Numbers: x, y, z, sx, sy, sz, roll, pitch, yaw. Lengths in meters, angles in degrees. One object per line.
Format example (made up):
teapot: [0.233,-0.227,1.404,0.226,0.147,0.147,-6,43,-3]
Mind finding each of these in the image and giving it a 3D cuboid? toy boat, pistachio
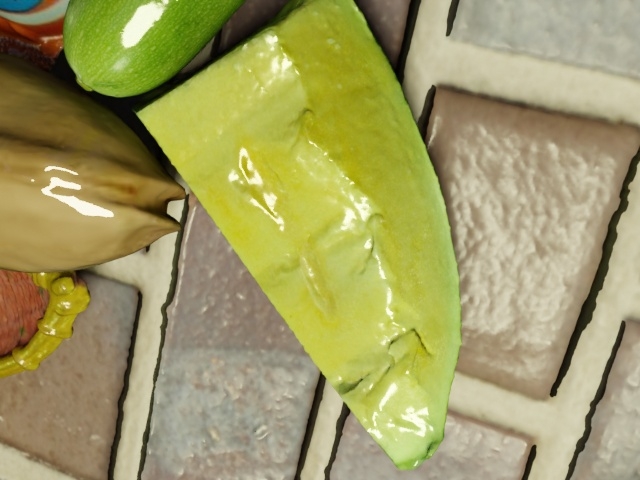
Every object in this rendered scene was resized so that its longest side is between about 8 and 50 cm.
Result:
toy boat: [-0.334,0.068,0.650,0.318,0.099,0.140,-14,99,18]
pistachio: [-0.222,-0.051,0.531,0.261,0.213,0.162,18,98,4]

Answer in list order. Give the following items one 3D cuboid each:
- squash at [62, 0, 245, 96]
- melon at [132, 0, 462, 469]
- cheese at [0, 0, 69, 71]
squash: [-0.037,-0.245,0.459,0.101,0.101,0.378,42,94,7]
melon: [0.000,0.000,0.507,0.196,0.124,0.323,-26,95,29]
cheese: [-0.199,-0.292,0.513,0.217,0.129,0.329,22,107,12]
